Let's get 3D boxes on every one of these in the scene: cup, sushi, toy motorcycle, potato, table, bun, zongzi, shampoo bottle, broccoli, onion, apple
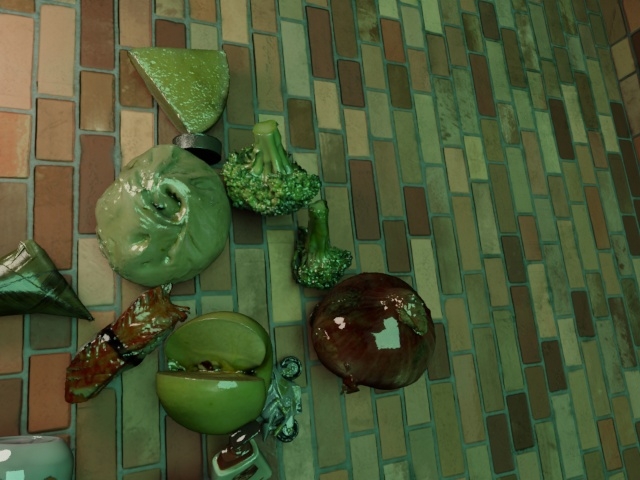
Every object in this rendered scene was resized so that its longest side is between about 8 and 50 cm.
[{"bbox_3d":[-0.622,0.567,0.953,0.213,0.212,0.317,9,73,-21],"label":"cup"},{"bbox_3d":[-0.464,0.241,1.128,0.332,0.130,0.124,-41,90,-5],"label":"sushi"},{"bbox_3d":[-0.125,0.422,1.279,0.153,0.073,0.224,9,72,-19],"label":"toy motorcycle"},{"bbox_3d":[-0.389,-0.405,1.356,0.270,0.112,0.254,-8,84,-22],"label":"potato"},{"bbox_3d":[-0.342,-0.250,1.321,0.134,0.133,0.043,3,76,-22],"label":"table"},{"bbox_3d":[-0.386,-0.057,1.205,0.326,0.235,0.361,31,73,-19],"label":"bun"},{"bbox_3d":[-0.684,0.150,1.087,0.221,0.112,0.242,-38,94,-28],"label":"zongzi"},{"bbox_3d":[-0.186,0.517,1.122,0.153,0.284,0.071,-17,51,-23],"label":"shampoo bottle"},{"bbox_3d":[-0.144,-0.172,1.296,0.288,0.260,0.235,9,70,19],"label":"broccoli"},{"bbox_3d":[0.144,0.256,1.319,0.354,0.354,0.353,6,75,-22],"label":"onion"},{"bbox_3d":[-0.246,0.313,1.138,0.255,0.292,0.291,-1,75,6],"label":"apple"},{"bbox_3d":[-0.002,-0.004,1.357,0.177,0.198,0.274,-8,113,-5],"label":"broccoli"}]
